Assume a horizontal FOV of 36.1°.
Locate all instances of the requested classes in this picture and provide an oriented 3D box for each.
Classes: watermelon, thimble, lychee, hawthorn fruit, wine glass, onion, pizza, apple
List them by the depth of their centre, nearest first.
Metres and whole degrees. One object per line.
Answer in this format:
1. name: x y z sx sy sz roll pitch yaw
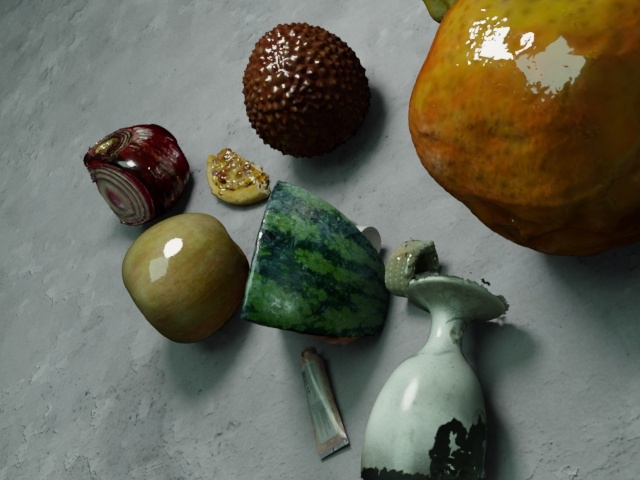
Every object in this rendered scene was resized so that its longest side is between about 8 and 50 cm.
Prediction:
1. hawthorn fruit: 0.367 -0.176 1.434 0.472 0.472 0.471 -23 49 30
2. wine glass: 0.178 0.235 1.522 0.191 0.190 0.356 -9 56 39
3. thimble: 0.163 0.049 1.735 0.062 0.084 0.109 5 72 44
4. watermelon: -0.016 0.049 1.803 0.250 0.283 0.292 -66 19 1
5. apple: -0.265 0.072 1.993 0.234 0.256 0.257 -34 42 -4
6. lychee: -0.036 -0.307 2.021 0.276 0.304 0.275 -2 79 12
7. pizza: -0.198 -0.145 2.221 0.127 0.058 0.246 -47 44 6
8. onion: -0.408 -0.168 2.327 0.207 0.216 0.206 0 41 38

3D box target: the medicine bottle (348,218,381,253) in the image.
1. medicine bottle: 0.000 0.000 1.914 0.260 0.095 0.095 2 65 43

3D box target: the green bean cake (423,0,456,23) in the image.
1. green bean cake: 0.316 -0.552 1.930 0.233 0.124 0.236 -14 32 36

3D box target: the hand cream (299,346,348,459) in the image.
1. hand cream: 0.002 0.285 1.762 0.067 0.043 0.209 -34 50 24
